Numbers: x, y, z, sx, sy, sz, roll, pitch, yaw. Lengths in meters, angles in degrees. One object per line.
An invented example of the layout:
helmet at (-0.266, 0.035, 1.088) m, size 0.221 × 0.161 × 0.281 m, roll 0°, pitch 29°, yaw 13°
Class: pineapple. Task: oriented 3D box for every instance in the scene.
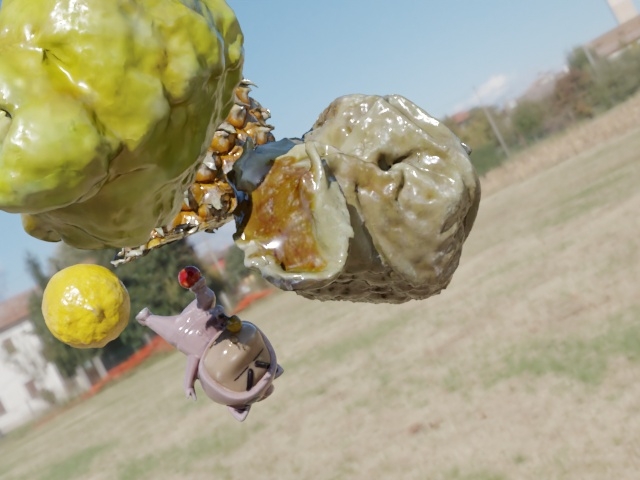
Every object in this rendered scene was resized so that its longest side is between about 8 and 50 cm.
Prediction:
pineapple at (-0.229, -0.142, 1.562) m, size 0.352 × 0.300 × 0.352 m, roll -27°, pitch 5°, yaw 2°

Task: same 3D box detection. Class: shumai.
shumai at (0.000, 0.000, 1.136) m, size 0.262 × 0.267 × 0.314 m, roll -32°, pitch -11°, yaw -42°

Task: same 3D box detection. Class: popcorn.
popcorn at (-0.218, -0.135, 1.030) m, size 0.293 × 0.293 × 0.334 m, roll -18°, pitch -23°, yaw 11°

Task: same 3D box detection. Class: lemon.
lemon at (-0.308, 0.086, 1.301) m, size 0.114 × 0.114 × 0.155 m, roll -27°, pitch 11°, yaw -16°

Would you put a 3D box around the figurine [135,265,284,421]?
figurine at (-0.201, 0.196, 1.837) m, size 0.176 × 0.287 × 0.186 m, roll -40°, pitch -3°, yaw -23°
